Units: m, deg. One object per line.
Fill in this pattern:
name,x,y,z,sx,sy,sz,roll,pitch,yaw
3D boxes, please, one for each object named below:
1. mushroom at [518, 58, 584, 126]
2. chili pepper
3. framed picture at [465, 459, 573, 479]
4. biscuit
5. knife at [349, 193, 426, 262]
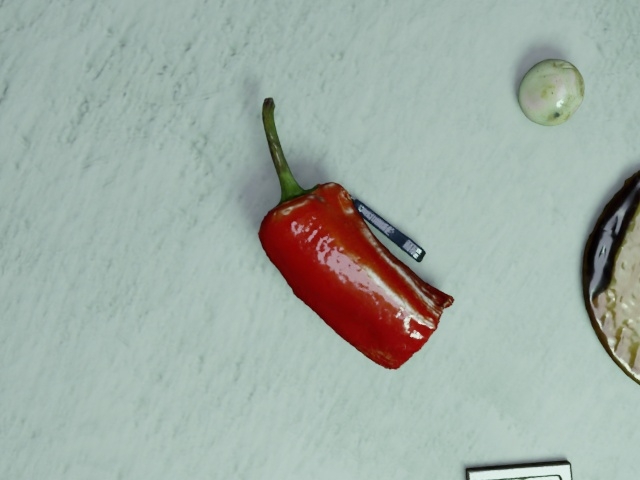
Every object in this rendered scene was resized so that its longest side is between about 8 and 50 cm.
mushroom,0.280,-0.178,1.306,0.083,0.067,0.084,-10,73,36
chili pepper,-0.003,0.003,1.275,0.338,0.134,0.131,46,117,0
framed picture,0.247,0.357,1.307,0.127,0.023,0.169,-5,87,2
biscuit,0.476,0.047,1.301,0.317,0.040,0.318,0,89,3
knife,0.079,-0.015,1.324,0.121,0.031,0.018,38,92,5
